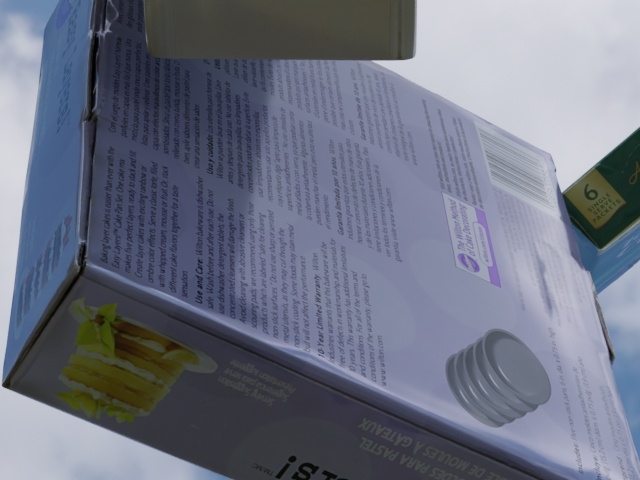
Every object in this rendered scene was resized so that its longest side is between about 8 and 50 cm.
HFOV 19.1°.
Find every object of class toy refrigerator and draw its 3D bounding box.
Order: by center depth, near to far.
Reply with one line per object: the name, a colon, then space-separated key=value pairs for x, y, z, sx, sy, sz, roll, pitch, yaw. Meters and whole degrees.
toy refrigerator: x=-0.010 y=-0.164 z=0.795 sx=0.102 sy=0.269 sz=0.094 roll=0 pitch=-61 yaw=1

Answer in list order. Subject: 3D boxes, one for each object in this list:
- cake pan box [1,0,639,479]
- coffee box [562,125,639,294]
cake pan box: x=0.000 y=0.000 z=0.776 sx=0.246 sy=0.267 sz=0.070 roll=26 pitch=-60 yaw=-22
coffee box: x=0.179 y=-0.022 z=1.071 sx=0.113 sy=0.184 sz=0.040 roll=-39 pitch=-102 yaw=-6
